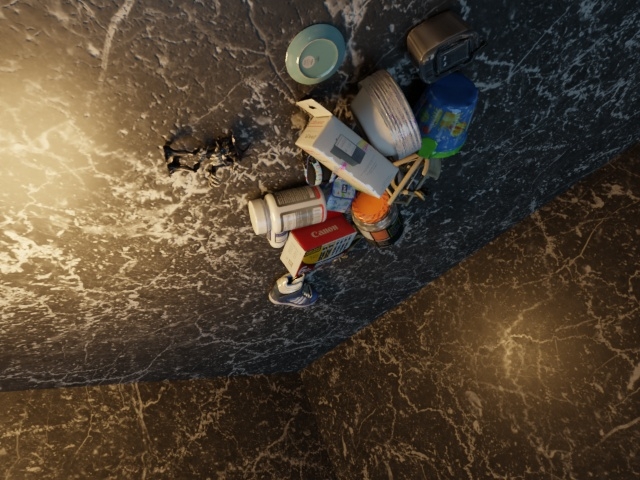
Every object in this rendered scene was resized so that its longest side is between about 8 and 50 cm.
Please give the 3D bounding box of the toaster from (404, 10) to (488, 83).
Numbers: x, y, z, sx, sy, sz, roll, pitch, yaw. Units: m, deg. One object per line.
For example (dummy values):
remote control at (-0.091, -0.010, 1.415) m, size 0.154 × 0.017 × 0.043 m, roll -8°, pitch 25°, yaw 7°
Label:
toaster at (0.375, -0.601, 1.245) m, size 0.227 × 0.146 × 0.129 m, roll -27°, pitch 150°, yaw 5°

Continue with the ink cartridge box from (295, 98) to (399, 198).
ink cartridge box at (0.054, -0.290, 1.294) m, size 0.353 × 0.207 × 0.119 m, roll 33°, pitch 93°, yaw -22°

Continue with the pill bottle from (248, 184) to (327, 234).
pill bottle at (-0.132, -0.121, 1.612) m, size 0.283 × 0.161 × 0.161 m, roll -14°, pitch 148°, yaw -17°

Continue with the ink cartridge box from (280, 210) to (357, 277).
ink cartridge box at (0.000, 0.000, 1.861) m, size 0.309 × 0.130 × 0.272 m, roll -22°, pitch 152°, yaw -33°

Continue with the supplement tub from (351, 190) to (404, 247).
supplement tub at (0.263, -0.105, 1.851) m, size 0.207 × 0.207 × 0.338 m, roll -29°, pitch 154°, yaw 7°

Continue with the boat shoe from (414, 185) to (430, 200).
boat shoe at (0.407, -0.191, 1.603) m, size 0.049 × 0.056 × 0.152 m, roll -49°, pitch 173°, yaw 17°

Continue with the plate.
plate at (-0.010, -0.537, 1.192) m, size 0.188 × 0.024 × 0.188 m, roll -19°, pitch 150°, yaw -11°

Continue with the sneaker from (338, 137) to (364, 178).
sneaker at (0.137, -0.329, 1.546) m, size 0.161 × 0.102 × 0.282 m, roll -5°, pitch 144°, yaw -24°

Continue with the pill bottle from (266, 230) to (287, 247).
pill bottle at (-0.187, -0.043, 1.759) m, size 0.094 × 0.094 × 0.169 m, roll -15°, pitch 149°, yaw -16°

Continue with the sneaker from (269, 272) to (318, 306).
sneaker at (-0.107, 0.264, 2.253) m, size 0.322 × 0.130 × 0.236 m, roll 5°, pitch 143°, yaw -32°

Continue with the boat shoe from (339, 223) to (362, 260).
boat shoe at (0.115, 0.031, 2.091) m, size 0.104 × 0.089 × 0.285 m, roll -2°, pitch 143°, yaw -34°

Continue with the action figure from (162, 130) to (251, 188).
action figure at (-0.344, -0.250, 1.286) m, size 0.275 × 0.141 × 0.164 m, roll -10°, pitch 145°, yaw -18°

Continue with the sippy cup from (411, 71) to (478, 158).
sippy cup at (0.425, -0.444, 1.405) m, size 0.240 × 0.305 × 0.224 m, roll -7°, pitch 157°, yaw -6°

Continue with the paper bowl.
paper bowl at (0.200, -0.388, 1.313) m, size 0.148 × 0.284 × 0.284 m, roll -29°, pitch 149°, yaw 7°

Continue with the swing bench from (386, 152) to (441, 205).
swing bench at (0.367, -0.279, 1.647) m, size 0.254 × 0.165 × 0.253 m, roll -39°, pitch 166°, yaw 24°

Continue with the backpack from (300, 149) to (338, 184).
backpack at (0.006, -0.290, 1.491) m, size 0.158 × 0.117 × 0.173 m, roll -16°, pitch 148°, yaw -15°

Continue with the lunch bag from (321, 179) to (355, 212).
lunch bag at (0.074, -0.200, 1.713) m, size 0.129 × 0.096 × 0.151 m, roll 4°, pitch 125°, yaw -36°
